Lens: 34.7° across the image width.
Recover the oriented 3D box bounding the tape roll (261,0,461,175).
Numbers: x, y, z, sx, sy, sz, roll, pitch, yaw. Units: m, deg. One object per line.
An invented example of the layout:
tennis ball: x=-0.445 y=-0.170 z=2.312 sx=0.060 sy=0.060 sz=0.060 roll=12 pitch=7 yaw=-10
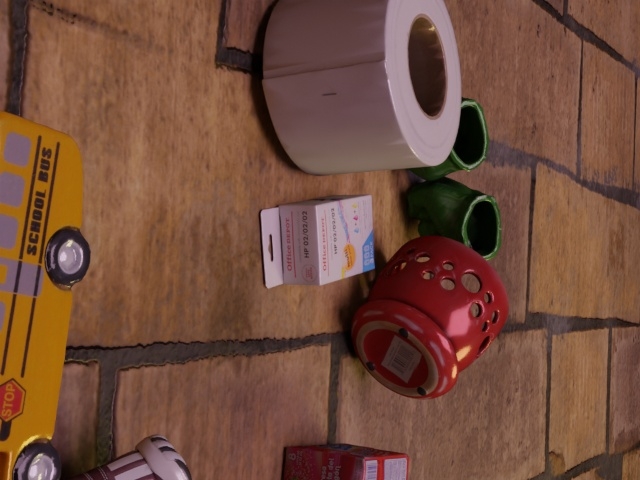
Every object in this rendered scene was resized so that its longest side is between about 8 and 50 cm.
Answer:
tape roll: x=0.060 y=-0.209 z=1.302 sx=0.246 sy=0.169 sz=0.246 roll=12 pitch=77 yaw=-62

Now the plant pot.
plant pot: x=0.146 y=0.114 z=1.459 sx=0.174 sy=0.191 sz=0.191 roll=-43 pitch=127 yaw=-39

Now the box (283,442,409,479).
box: x=0.026 y=0.398 z=1.325 sx=0.128 sy=0.123 sz=0.256 roll=14 pitch=79 yaw=-57

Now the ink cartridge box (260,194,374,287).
ink cartridge box: x=0.000 y=0.000 z=1.330 sx=0.181 sy=0.062 sz=0.104 roll=-14 pitch=103 yaw=-57

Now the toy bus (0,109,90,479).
toy bus: x=-0.280 y=0.069 z=0.839 sx=0.130 sy=0.108 sz=0.332 roll=19 pitch=75 yaw=-56

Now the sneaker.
sneaker: x=-0.212 y=0.329 z=0.994 sx=0.163 sy=0.106 sz=0.281 roll=-12 pitch=114 yaw=-33

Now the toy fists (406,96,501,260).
toy fists: x=0.185 y=-0.096 z=1.557 sx=0.096 sy=0.142 sz=0.279 roll=-22 pitch=113 yaw=-22
